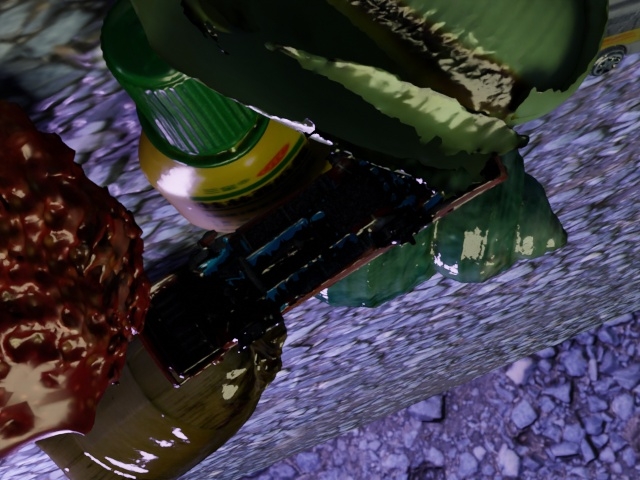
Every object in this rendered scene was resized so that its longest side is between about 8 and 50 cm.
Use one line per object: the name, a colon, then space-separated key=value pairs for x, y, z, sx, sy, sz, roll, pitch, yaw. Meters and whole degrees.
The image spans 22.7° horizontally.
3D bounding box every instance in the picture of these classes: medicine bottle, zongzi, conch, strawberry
medicine bottle: x=-0.059 y=-0.070 z=0.883 sx=0.111 sy=0.076 sz=0.309 roll=-32 pitch=166 yaw=1
zongzi: x=-0.085 y=0.091 z=1.430 sx=0.274 sy=0.145 sz=0.300 roll=-40 pitch=175 yaw=39
conch: x=0.065 y=-0.021 z=1.114 sx=0.202 sy=0.134 sz=0.196 roll=-11 pitch=-155 yaw=10
strawberry: x=-0.181 y=0.014 z=0.847 sx=0.187 sy=0.184 sz=0.201 roll=-13 pitch=136 yaw=-19
conch: x=0.030 y=-0.098 z=0.738 sx=0.137 sy=0.143 sz=0.251 roll=17 pitch=-158 yaw=37

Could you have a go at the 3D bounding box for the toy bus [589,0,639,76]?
toy bus: x=0.129 y=-0.133 z=0.980 sx=0.191 sy=0.064 sz=0.075 roll=-19 pitch=155 yaw=-15

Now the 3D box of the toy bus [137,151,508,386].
toy bus: x=0.000 y=0.000 z=0.946 sx=0.235 sy=0.073 sz=0.096 roll=-32 pitch=172 yaw=12
